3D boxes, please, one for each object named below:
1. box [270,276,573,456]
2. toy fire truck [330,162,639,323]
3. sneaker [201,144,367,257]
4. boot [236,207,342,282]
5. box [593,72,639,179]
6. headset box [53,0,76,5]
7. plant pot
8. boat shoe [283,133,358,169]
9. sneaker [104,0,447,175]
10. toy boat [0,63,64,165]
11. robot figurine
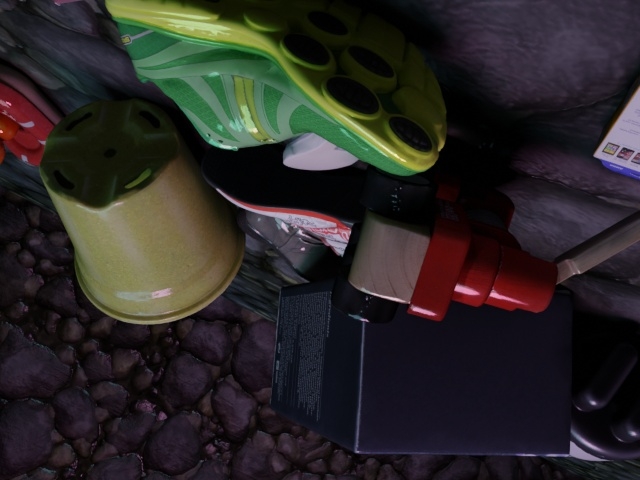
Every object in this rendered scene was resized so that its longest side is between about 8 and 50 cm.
[{"bbox_3d":[0.120,0.173,0.941,0.294,0.211,0.395,7,170,-17],"label":"box"},{"bbox_3d":[0.154,-0.009,0.561,0.247,0.158,0.217,16,-163,3],"label":"toy fire truck"},{"bbox_3d":[-0.020,-0.042,0.834,0.270,0.090,0.145,17,161,21],"label":"sneaker"},{"bbox_3d":[0.000,0.000,0.979,0.247,0.083,0.161,32,158,-28],"label":"boot"},{"bbox_3d":[0.240,-0.075,0.427,0.081,0.028,0.136,22,167,12],"label":"box"},{"bbox_3d":[-0.138,-0.242,0.308,0.218,0.110,0.293,12,160,39],"label":"headset box"},{"bbox_3d":[-0.263,-0.057,0.924,0.276,0.276,0.253,21,152,16],"label":"plant pot"},{"bbox_3d":[0.011,-0.113,0.602,0.066,0.063,0.184,5,169,-15],"label":"boat shoe"},{"bbox_3d":[-0.034,-0.127,0.506,0.296,0.109,0.123,29,144,19],"label":"sneaker"},{"bbox_3d":[-0.522,-0.183,1.049,0.151,0.151,0.231,22,165,14],"label":"toy boat"},{"bbox_3d":[0.392,0.227,0.914,0.174,0.209,0.278,-12,161,0],"label":"robot figurine"}]
